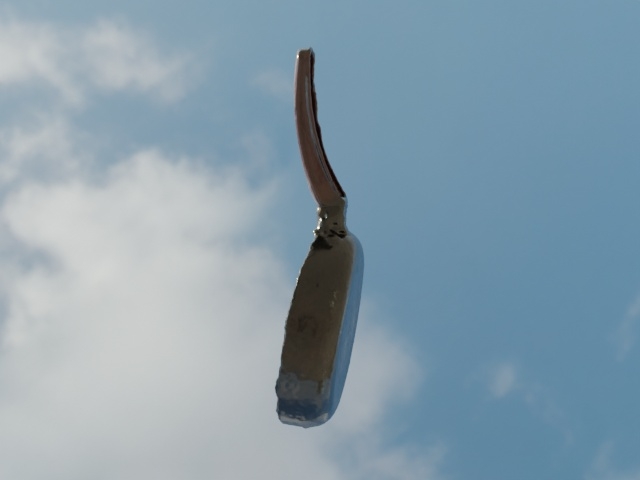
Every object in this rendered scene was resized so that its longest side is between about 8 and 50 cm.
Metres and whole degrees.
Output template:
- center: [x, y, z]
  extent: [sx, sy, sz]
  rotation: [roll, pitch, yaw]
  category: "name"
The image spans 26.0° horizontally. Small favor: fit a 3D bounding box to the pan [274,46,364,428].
- center: [0.003, 0.000, 0.769]
  extent: [0.040, 0.212, 0.115]
  rotation: [3, -170, 9]
  category: "pan"
